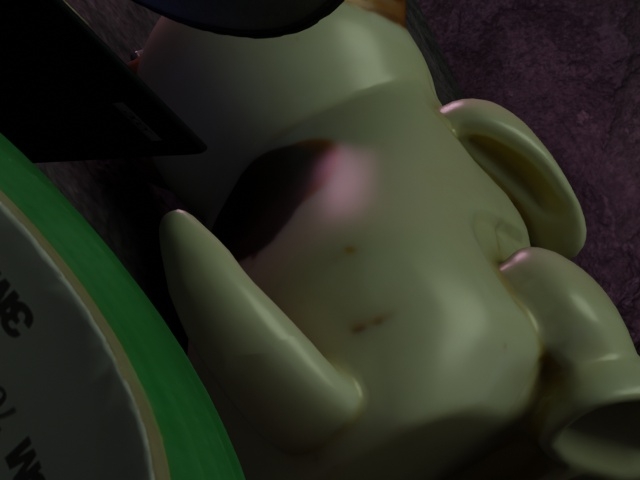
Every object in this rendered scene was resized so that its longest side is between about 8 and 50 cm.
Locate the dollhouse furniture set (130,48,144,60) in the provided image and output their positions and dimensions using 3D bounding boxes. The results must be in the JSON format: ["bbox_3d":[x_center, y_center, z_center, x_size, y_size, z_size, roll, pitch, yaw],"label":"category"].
[{"bbox_3d":[-0.082,-0.132,1.083,0.114,0.081,0.091,58,16,-5],"label":"dollhouse furniture set"}]

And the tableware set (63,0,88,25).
[{"bbox_3d":[-0.198,-0.182,0.762,0.141,0.020,0.169,45,-5,-27],"label":"tableware set"}]

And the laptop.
[{"bbox_3d":[-0.195,-0.163,0.689,0.234,0.137,0.264,46,20,-40],"label":"laptop"}]

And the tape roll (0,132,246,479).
[{"bbox_3d":[-0.151,0.033,0.351,0.321,0.077,0.321,43,14,-14],"label":"tape roll"}]

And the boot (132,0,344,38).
[{"bbox_3d":[-0.142,-0.198,0.567,0.338,0.118,0.223,29,8,5],"label":"boot"}]

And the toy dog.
[{"bbox_3d":[0.000,0.000,0.841,0.395,0.284,0.408,17,40,-41],"label":"toy dog"}]
